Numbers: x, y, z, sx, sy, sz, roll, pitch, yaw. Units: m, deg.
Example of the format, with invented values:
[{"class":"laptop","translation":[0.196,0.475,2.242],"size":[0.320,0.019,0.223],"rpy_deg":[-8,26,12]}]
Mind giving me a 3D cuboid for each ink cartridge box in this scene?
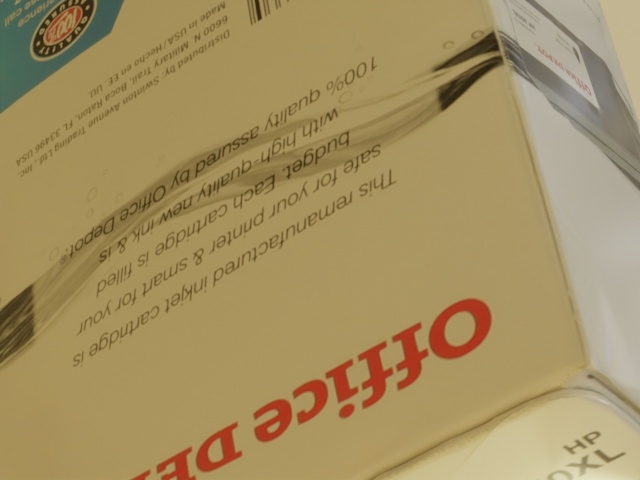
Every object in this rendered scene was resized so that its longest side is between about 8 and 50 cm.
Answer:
[{"class":"ink cartridge box","translation":[0.000,0.000,0.883],"size":[0.285,0.395,0.166],"rpy_deg":[-30,136,23]}]
